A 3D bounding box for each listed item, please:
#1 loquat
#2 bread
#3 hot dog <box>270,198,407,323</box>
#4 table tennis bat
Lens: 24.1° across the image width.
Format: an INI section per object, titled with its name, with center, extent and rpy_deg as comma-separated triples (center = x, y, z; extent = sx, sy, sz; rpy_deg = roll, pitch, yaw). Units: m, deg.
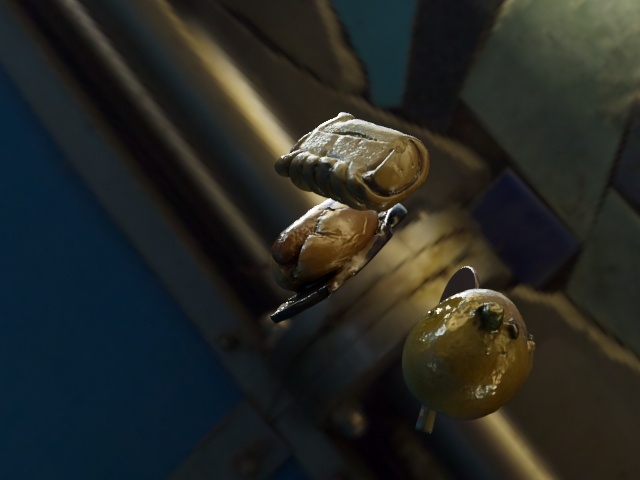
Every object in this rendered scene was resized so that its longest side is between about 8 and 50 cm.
[loquat]
center = 0.187, 0.137, 1.853
extent = 0.172, 0.204, 0.149
rpy_deg = -31, -108, -34
[bread]
center = 0.045, -0.104, 2.068
extent = 0.225, 0.134, 0.081
rpy_deg = 22, 148, 50
[hot dog]
center = 0.004, -0.002, 2.365
extent = 0.107, 0.194, 0.326
rpy_deg = 58, -157, -9
[table tennis bat]
center = 0.199, 0.173, 2.393
extent = 0.021, 0.274, 0.154
rpy_deg = 17, 175, -16
